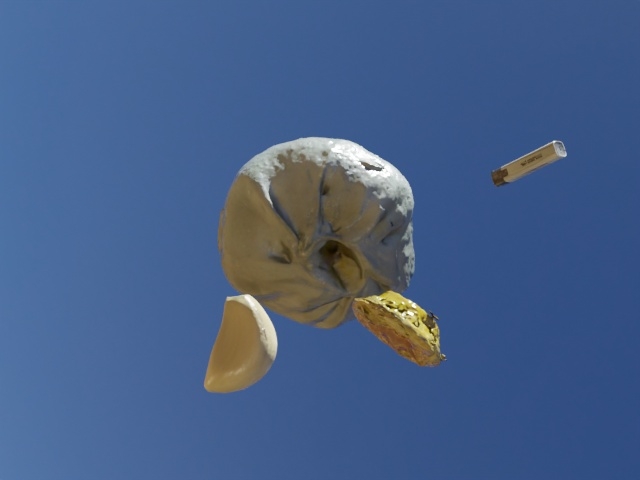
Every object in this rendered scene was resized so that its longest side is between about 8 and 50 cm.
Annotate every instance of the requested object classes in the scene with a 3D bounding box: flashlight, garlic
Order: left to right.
[{"bbox_3d":[-0.062,0.086,0.743,0.053,0.041,0.083,9,-94,18],"label":"garlic"},{"bbox_3d":[0.213,-0.078,0.944,0.083,0.018,0.018,-27,-110,45],"label":"flashlight"}]

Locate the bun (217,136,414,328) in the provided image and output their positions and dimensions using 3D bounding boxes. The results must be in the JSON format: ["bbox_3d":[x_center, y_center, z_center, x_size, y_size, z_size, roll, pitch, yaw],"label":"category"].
[{"bbox_3d":[-0.006,0.003,1.520,0.194,0.354,0.354,-104,-162,-60],"label":"bun"}]

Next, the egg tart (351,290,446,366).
[{"bbox_3d":[0.097,0.101,1.075,0.130,0.052,0.130,35,-13,10],"label":"egg tart"}]
